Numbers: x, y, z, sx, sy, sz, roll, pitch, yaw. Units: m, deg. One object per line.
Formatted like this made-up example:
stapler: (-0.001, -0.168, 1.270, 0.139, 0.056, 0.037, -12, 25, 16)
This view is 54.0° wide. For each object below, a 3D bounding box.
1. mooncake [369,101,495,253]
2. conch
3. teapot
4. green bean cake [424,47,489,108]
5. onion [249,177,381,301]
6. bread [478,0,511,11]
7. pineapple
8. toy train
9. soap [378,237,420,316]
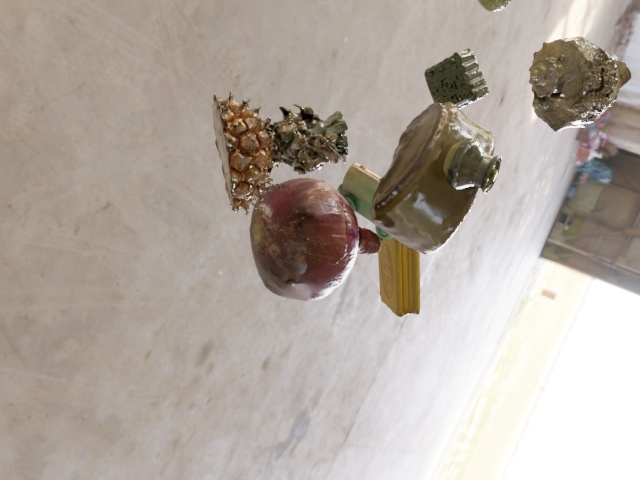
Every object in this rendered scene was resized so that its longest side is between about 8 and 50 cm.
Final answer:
mooncake: (0.314, -0.190, 1.800, 0.393, 0.246, 0.394, -56, -171, 28)
conch: (0.522, -0.311, 1.258, 0.245, 0.163, 0.178, -6, 138, -23)
teapot: (0.372, -0.175, 1.523, 0.165, 0.119, 0.130, 11, 104, -66)
green bean cake: (0.439, -0.516, 2.066, 0.094, 0.181, 0.173, -28, 98, -36)
onion: (0.000, 0.000, 1.714, 0.385, 0.348, 0.348, 3, 114, -30)
bread: (0.427, -0.683, 1.450, 0.056, 0.207, 0.286, 11, 116, -46)
pineapple: (-0.074, -0.196, 1.319, 0.271, 0.262, 0.262, -11, 136, -11)
toy train: (0.180, -0.127, 1.985, 0.116, 0.285, 0.177, -30, 147, -45)
soap: (0.286, 0.103, 2.316, 0.096, 0.204, 0.324, -8, 106, -15)
